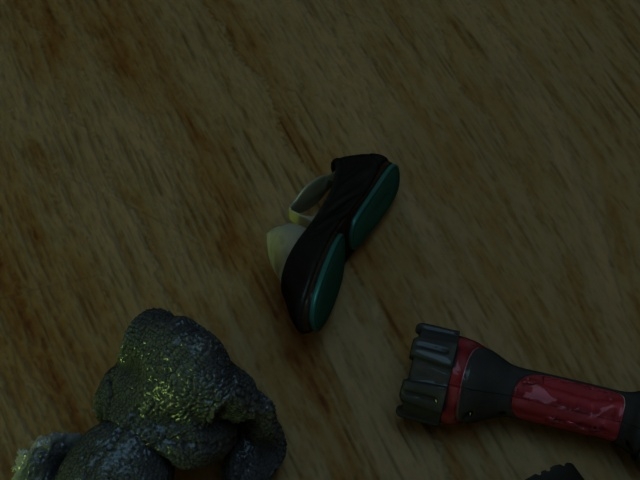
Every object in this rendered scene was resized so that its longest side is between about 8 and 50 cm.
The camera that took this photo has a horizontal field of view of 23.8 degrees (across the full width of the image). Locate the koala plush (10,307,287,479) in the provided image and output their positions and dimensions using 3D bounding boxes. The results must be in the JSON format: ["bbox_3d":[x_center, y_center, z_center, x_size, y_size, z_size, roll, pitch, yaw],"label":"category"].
[{"bbox_3d":[-0.172,0.195,1.437,0.196,0.203,0.221,34,68,21],"label":"koala plush"}]

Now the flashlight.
[{"bbox_3d":[0.234,0.165,1.540,0.304,0.103,0.103,13,50,6],"label":"flashlight"}]

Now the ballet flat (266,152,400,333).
[{"bbox_3d":[0.000,0.000,1.667,0.096,0.095,0.280,13,40,17],"label":"ballet flat"}]

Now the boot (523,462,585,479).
[{"bbox_3d":[0.200,0.444,1.300,0.367,0.146,0.445,-22,61,-19],"label":"boot"}]
